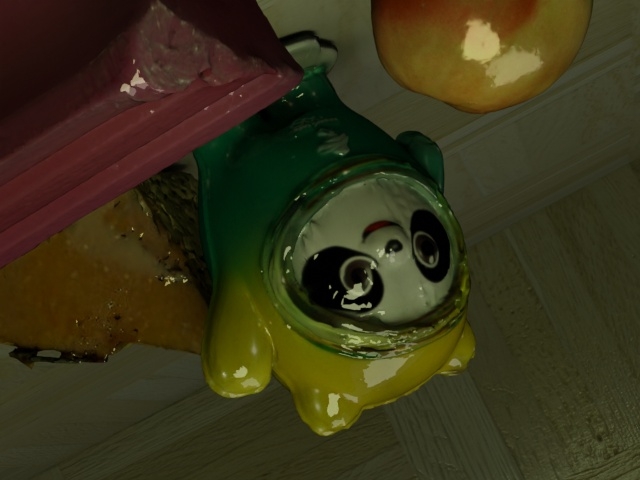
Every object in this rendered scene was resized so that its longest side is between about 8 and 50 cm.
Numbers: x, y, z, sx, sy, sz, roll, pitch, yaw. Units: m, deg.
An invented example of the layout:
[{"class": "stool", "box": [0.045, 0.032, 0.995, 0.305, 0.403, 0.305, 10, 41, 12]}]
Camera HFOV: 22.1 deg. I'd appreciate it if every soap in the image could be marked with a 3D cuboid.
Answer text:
[{"class": "soap", "box": [-0.217, -0.080, 1.165, 0.360, 0.128, 0.233, -30, 171, 18]}]

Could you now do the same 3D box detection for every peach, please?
[{"class": "peach", "box": [0.127, -0.190, 1.330, 0.184, 0.184, 0.184, -26, 170, -5]}]

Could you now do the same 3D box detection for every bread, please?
[{"class": "bread", "box": [-0.222, 0.088, 1.647, 0.315, 0.279, 0.248, -42, 174, 12]}]

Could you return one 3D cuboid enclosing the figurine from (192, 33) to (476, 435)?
[{"class": "figurine", "box": [0.000, 0.000, 1.517, 0.324, 0.340, 0.231, -20, 168, -28]}]
